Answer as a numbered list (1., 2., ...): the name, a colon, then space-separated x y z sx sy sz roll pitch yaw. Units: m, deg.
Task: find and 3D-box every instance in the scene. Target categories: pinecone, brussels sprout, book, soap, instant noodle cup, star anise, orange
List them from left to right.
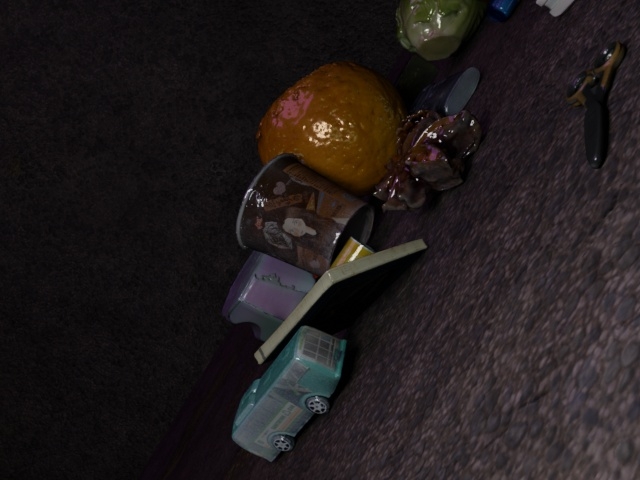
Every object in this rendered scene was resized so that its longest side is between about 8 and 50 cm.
1. soap: -0.129 0.121 2.139 0.261 0.156 0.446 -59 8 -8
2. instant noodle cup: -0.022 -0.035 1.619 0.217 0.207 0.217 -49 -26 -33
3. orange: 0.038 -0.225 1.834 0.341 0.293 0.340 -37 0 0
4. book: 0.027 0.095 1.256 0.191 0.025 0.269 -17 -22 -38
5. pinecone: 0.184 -0.182 1.468 0.102 0.102 0.109 -57 11 14
6. star anise: 0.175 -0.126 1.323 0.214 0.099 0.220 -36 20 35
7. brussels sprout: 0.278 -0.538 1.942 0.244 0.244 0.244 -57 7 11

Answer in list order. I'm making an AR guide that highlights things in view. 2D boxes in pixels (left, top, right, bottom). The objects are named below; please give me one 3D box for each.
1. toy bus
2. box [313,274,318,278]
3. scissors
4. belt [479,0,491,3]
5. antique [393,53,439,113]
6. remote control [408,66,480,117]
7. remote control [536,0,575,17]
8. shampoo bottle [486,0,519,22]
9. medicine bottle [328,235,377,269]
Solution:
1. toy bus: -0.047 0.237 1.261 0.261 0.109 0.091 -54 14 38
2. box: 0.000 0.000 1.846 0.035 0.139 0.245 -28 -3 -21
3. scissors: 0.289 -0.137 0.868 0.088 0.017 0.220 -49 11 38
4. belt: 0.341 -0.630 1.787 0.122 0.217 0.338 -54 2 34
5. antique: 0.214 -0.368 2.150 0.220 0.080 0.081 -60 6 -4
6. remote control: 0.249 -0.295 1.730 0.107 0.044 0.377 -55 7 2
7. remote control: 0.414 -0.450 1.179 0.277 0.056 0.103 -50 12 53
8. shampoo bottle: 0.397 -0.525 1.642 0.183 0.050 0.087 -58 4 2
9. medicine bottle: 0.021 0.098 1.516 0.218 0.074 0.074 -57 7 5
